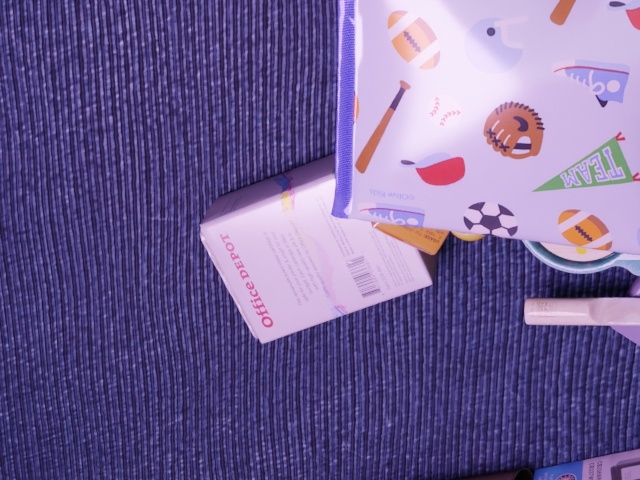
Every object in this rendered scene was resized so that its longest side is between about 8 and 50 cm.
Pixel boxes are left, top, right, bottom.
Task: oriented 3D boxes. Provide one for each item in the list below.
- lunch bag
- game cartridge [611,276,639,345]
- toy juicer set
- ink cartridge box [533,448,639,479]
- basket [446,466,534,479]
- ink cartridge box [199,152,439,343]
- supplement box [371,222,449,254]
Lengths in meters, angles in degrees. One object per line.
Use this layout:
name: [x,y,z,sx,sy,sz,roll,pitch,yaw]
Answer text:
lunch bag: [0.184,-0.210,1.284,0.328,0.239,0.385,5,123,11]
game cartridge: [0.505,0.101,1.604,0.355,0.068,0.230,33,112,1]
toy juicer set: [0.231,-0.019,1.580,0.209,0.089,0.329,-22,97,24]
ink cartridge box: [0.384,0.354,1.694,0.270,0.198,0.197,-15,110,16]
basket: [0.122,0.357,1.768,0.227,0.204,0.154,-6,137,23]
ink cartridge box: [0.000,0.000,1.666,0.212,0.093,0.154,-21,108,18]
supplement box: [0.129,-0.107,1.516,0.080,0.078,0.233,21,111,-14]
